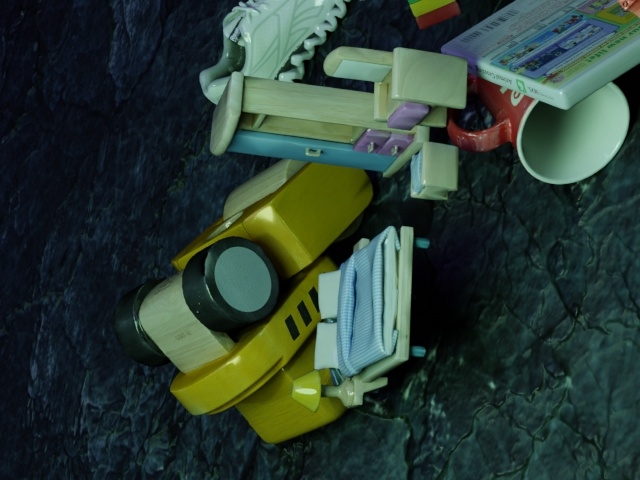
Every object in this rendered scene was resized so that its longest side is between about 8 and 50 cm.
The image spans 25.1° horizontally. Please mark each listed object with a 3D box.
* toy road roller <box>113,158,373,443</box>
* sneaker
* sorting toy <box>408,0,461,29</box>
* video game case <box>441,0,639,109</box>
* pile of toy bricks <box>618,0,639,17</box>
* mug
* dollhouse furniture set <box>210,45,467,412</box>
[{"bbox_3d":[-0.046,0.073,1.611,0.202,0.241,0.329,-27,16,47],"label":"toy road roller"},{"bbox_3d":[-0.050,-0.283,1.818,0.292,0.118,0.110,-62,33,13],"label":"sneaker"},{"bbox_3d":[0.158,-0.327,1.469,0.257,0.089,0.255,-22,31,12],"label":"sorting toy"},{"bbox_3d":[0.245,-0.200,1.313,0.212,0.023,0.193,-32,31,-15],"label":"video game case"},{"bbox_3d":[0.326,-0.164,1.151,0.118,0.105,0.212,-46,69,40],"label":"pile of toy bricks"},{"bbox_3d":[0.193,-0.147,1.375,0.169,0.150,0.113,-117,41,-53],"label":"mug"},{"bbox_3d":[0.000,0.000,1.369,0.286,0.198,0.303,135,140,-73],"label":"dollhouse furniture set"}]
